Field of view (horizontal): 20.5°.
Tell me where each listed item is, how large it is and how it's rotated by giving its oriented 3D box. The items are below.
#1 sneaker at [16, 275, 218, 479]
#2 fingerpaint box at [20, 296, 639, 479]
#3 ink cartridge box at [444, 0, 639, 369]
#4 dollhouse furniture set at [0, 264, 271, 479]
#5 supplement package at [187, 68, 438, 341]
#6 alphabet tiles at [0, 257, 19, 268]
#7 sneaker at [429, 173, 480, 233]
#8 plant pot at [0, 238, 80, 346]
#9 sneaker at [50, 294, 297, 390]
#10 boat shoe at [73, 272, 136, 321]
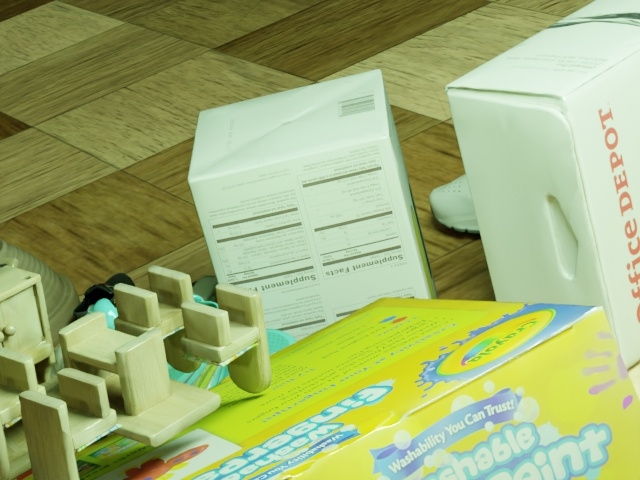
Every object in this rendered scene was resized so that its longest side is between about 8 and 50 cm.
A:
[{"bbox_3d":[-0.188,0.143,1.730,0.148,0.131,0.350,-2,27,19],"label":"sneaker"},{"bbox_3d":[-0.024,0.208,1.355,0.445,0.163,0.371,-26,9,-22],"label":"fingerpaint box"},{"bbox_3d":[0.336,-0.096,1.743,0.395,0.285,0.166,-31,26,-32],"label":"ink cartridge box"},{"bbox_3d":[-0.188,0.132,1.380,0.242,0.161,0.212,13,30,38],"label":"dollhouse furniture set"},{"bbox_3d":[0.000,0.000,1.766,0.198,0.262,0.199,-13,23,5],"label":"supplement package"},{"bbox_3d":[-0.497,0.095,1.989,0.343,0.011,0.285,0,61,32],"label":"alphabet tiles"},{"bbox_3d":[0.247,-0.100,1.968,0.297,0.129,0.111,-22,13,26],"label":"sneaker"},{"bbox_3d":[-0.407,0.068,2.062,0.237,0.109,0.237,-13,23,6],"label":"plant pot"},{"bbox_3d":[-0.111,0.102,1.583,0.275,0.110,0.107,4,37,-46],"label":"sneaker"},{"bbox_3d":[-0.248,0.069,2.047,0.049,0.042,0.133,-9,23,19],"label":"boat shoe"}]
